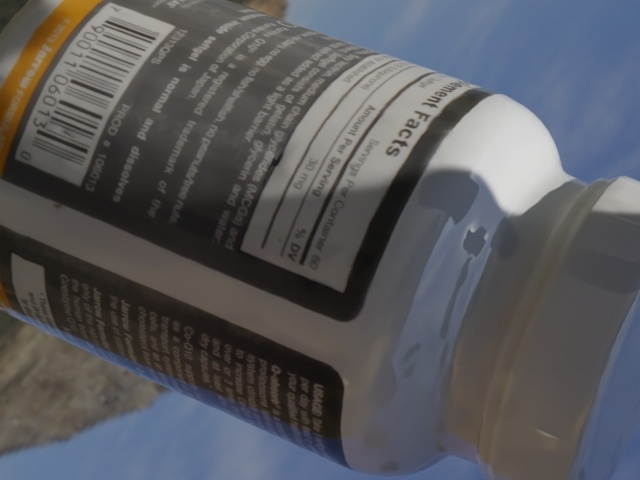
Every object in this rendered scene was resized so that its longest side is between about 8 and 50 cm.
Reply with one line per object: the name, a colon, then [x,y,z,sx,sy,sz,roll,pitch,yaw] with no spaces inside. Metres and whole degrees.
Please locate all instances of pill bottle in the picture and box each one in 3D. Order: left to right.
pill bottle: [0.000,0.000,0.647,0.162,0.278,0.162,-53,155,-37]
